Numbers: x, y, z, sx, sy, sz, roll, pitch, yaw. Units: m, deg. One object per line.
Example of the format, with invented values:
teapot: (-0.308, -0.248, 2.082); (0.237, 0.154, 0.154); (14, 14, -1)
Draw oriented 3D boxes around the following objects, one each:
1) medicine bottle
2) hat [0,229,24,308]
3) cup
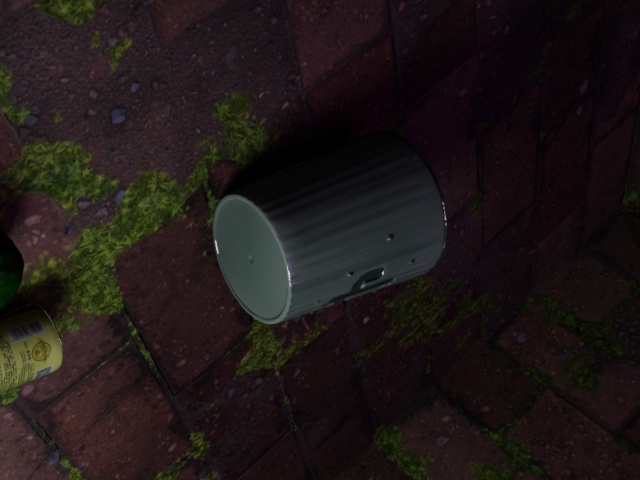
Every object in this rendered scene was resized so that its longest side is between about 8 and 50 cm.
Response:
medicine bottle: (-0.543, 0.194, 1.489); (0.239, 0.124, 0.124); (-21, 136, -39)
hat: (-0.574, 0.080, 1.241); (0.400, 0.285, 0.285); (-52, 153, -38)
cup: (0.015, 0.011, 1.854); (0.392, 0.310, 0.400); (-21, 135, -32)
